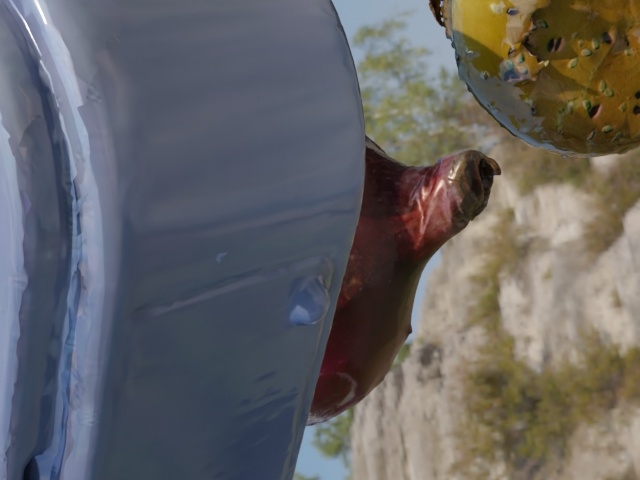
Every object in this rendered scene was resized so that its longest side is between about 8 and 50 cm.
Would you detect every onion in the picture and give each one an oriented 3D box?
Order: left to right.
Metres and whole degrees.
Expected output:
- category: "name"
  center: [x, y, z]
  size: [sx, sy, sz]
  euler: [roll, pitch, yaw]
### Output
- category: "onion"
  center: [0.000, 0.000, 1.183]
  size: [0.348, 0.385, 0.347]
  euler: [44, -144, -43]

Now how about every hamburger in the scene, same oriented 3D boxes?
- category: "hamburger"
  center: [0.133, -0.132, 0.524]
  size: [0.177, 0.185, 0.113]
  euler: [47, -166, -32]

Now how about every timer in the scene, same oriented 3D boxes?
- category: "timer"
  center: [-0.163, 0.000, 0.514]
  size: [0.173, 0.395, 0.394]
  euler: [-19, -82, -43]
